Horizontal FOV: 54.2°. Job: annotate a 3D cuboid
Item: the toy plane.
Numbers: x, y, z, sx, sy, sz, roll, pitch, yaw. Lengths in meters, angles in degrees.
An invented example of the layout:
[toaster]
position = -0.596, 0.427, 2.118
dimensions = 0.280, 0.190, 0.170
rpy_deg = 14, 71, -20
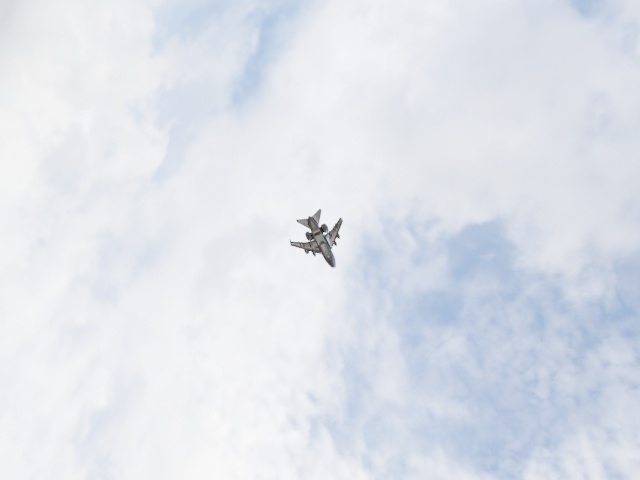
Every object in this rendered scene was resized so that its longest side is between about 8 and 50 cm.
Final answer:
[toy plane]
position = 0.000, 0.000, 0.838
dimensions = 0.078, 0.031, 0.083
rpy_deg = -26, -111, 1
